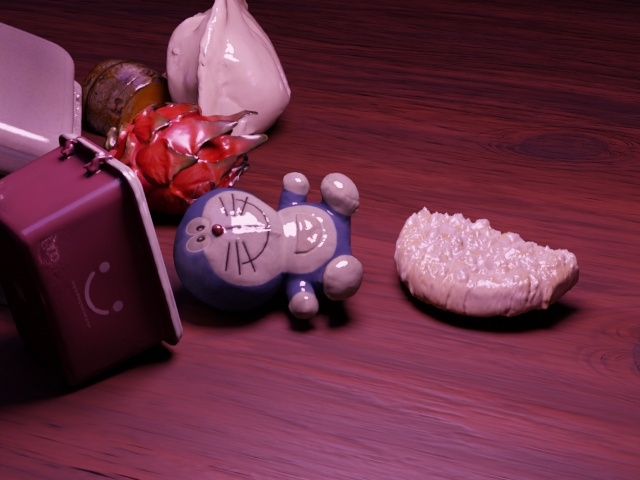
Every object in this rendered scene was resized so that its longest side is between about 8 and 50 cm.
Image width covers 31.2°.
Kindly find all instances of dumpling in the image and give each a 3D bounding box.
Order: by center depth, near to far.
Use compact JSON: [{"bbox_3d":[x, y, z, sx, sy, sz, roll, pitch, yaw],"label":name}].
[{"bbox_3d":[-0.163,-0.354,2.145,0.233,0.316,0.395,7,24,5],"label":"dumpling"}]

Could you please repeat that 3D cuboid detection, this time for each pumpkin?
[{"bbox_3d":[-0.342,-0.293,2.230,0.131,0.126,0.248,25,36,35],"label":"pumpkin"}]

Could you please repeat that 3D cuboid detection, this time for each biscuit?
[{"bbox_3d":[0.210,0.044,1.649,0.281,0.084,0.179,22,39,38],"label":"biscuit"}]

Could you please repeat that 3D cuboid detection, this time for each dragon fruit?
[{"bbox_3d":[-0.222,-0.136,1.871,0.274,0.193,0.192,-2,-1,-5],"label":"dragon fruit"}]

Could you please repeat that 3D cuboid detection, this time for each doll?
[{"bbox_3d":[-0.077,0.009,1.622,0.258,0.154,0.228,4,64,-16],"label":"doll"}]

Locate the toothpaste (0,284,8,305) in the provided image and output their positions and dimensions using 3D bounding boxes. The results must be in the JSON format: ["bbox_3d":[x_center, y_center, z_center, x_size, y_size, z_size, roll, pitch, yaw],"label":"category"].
[{"bbox_3d":[-0.513,0.030,1.667,0.336,0.081,0.067,12,30,21],"label":"toothpaste"}]

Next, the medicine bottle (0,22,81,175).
[{"bbox_3d":[-0.571,-0.260,2.062,0.282,0.123,0.375,20,32,-24],"label":"medicine bottle"}]

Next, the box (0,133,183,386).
[{"bbox_3d":[-0.315,0.031,1.468,0.167,0.294,0.193,-30,38,-26],"label":"box"}]
